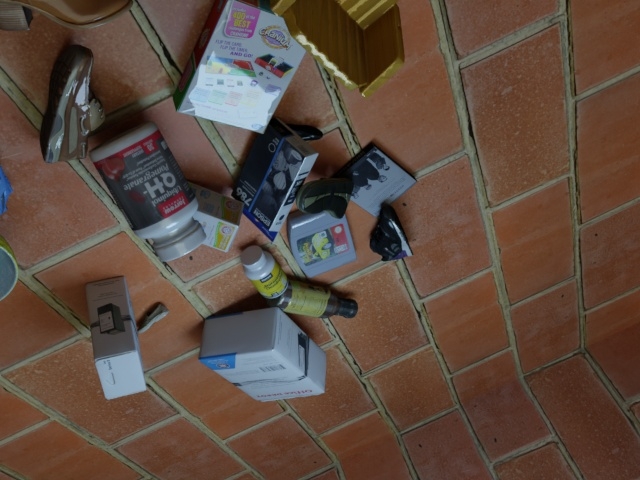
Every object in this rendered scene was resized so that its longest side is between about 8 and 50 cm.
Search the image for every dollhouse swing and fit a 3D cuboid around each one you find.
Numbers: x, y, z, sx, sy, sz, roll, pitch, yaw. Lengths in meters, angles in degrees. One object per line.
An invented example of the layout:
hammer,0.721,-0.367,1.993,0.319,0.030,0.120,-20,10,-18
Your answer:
dollhouse swing,0.118,-0.560,1.525,0.305,0.315,0.347,-22,144,30

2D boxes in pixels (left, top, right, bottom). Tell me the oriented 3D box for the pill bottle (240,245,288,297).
pill bottle,-0.180,0.096,2.213,0.103,0.103,0.184,-27,140,4

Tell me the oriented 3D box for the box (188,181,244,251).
box,-0.322,-0.069,1.912,0.203,0.114,0.103,21,126,-11

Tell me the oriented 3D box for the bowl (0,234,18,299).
bowl,-0.913,0.032,1.759,0.290,0.156,0.289,-13,139,-12

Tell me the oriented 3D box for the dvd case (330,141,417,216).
dvd case,0.161,-0.179,2.135,0.179,0.029,0.239,-40,138,18

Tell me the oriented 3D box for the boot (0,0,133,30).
boot,-0.526,-0.537,1.387,0.284,0.109,0.220,-6,133,-9

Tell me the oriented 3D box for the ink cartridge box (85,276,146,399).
ink cartridge box,-0.602,0.286,2.077,0.122,0.289,0.211,-11,138,-14

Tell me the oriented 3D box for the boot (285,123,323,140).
boot,-0.063,-0.265,1.926,0.121,0.045,0.099,5,130,-20

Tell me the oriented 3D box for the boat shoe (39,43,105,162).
boat shoe,-0.554,-0.306,1.606,0.117,0.123,0.324,2,143,-32

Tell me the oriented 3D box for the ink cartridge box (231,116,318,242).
ink cartridge box,-0.140,-0.152,1.915,0.065,0.165,0.332,-26,151,-48

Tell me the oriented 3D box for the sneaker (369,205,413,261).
sneaker,0.213,-0.004,2.278,0.124,0.107,0.283,-21,147,7

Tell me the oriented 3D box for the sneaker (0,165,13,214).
sneaker,-0.791,-0.149,1.705,0.082,0.069,0.209,-30,144,-48

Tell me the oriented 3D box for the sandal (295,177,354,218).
sandal,0.009,-0.133,1.988,0.303,0.086,0.120,4,107,-61

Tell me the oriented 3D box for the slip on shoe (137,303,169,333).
slip on shoe,-0.543,0.250,2.259,0.135,0.051,0.041,-35,99,25

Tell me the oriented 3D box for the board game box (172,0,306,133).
board game box,-0.182,-0.421,1.686,0.242,0.064,0.316,10,129,-33

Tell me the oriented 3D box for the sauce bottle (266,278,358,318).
sauce bottle,-0.021,0.208,2.405,0.345,0.111,0.111,16,126,-38

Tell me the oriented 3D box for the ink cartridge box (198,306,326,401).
ink cartridge box,-0.186,0.400,2.424,0.286,0.166,0.395,-11,144,22

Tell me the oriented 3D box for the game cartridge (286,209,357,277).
game cartridge,0.000,0.000,2.236,0.196,0.060,0.294,-19,139,0

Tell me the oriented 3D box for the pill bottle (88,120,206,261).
pill bottle,-0.409,-0.115,1.723,0.176,0.176,0.318,-26,108,2
